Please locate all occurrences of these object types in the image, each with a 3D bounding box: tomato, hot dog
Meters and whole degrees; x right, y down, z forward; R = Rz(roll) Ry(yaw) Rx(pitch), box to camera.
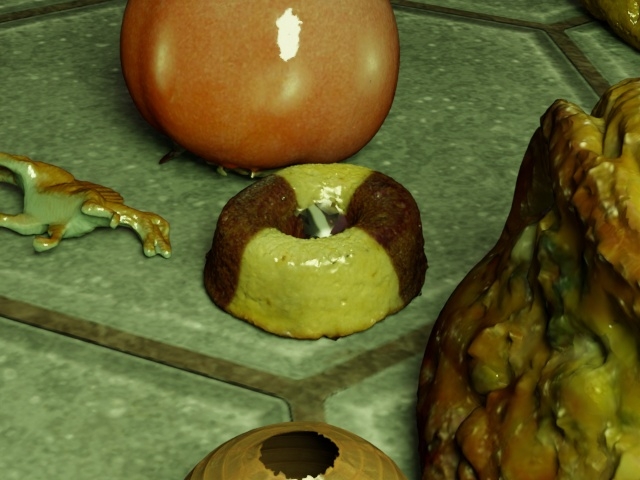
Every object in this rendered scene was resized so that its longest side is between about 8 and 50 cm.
[{"bbox_3d":[-0.054,-0.174,1.015,0.256,0.224,0.256,5,21,-2],"label":"tomato"},{"bbox_3d":[0.165,0.064,0.597,0.174,0.267,0.387,14,29,-19],"label":"hot dog"}]

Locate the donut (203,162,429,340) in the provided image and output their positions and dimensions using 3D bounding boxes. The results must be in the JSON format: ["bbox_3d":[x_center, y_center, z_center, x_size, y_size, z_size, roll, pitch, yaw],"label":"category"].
[{"bbox_3d":[0.000,0.000,0.865,0.184,0.073,0.166,-23,42,-34],"label":"donut"}]

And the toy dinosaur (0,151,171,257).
[{"bbox_3d":[-0.220,-0.045,0.939,0.142,0.057,0.212,-2,30,-30],"label":"toy dinosaur"}]

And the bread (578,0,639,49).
[{"bbox_3d":[0.416,-0.382,1.287,0.148,0.328,0.337,-6,34,-18],"label":"bread"}]

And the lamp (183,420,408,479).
[{"bbox_3d":[-0.013,0.154,0.548,0.136,0.136,0.136,2,31,-1],"label":"lamp"}]
